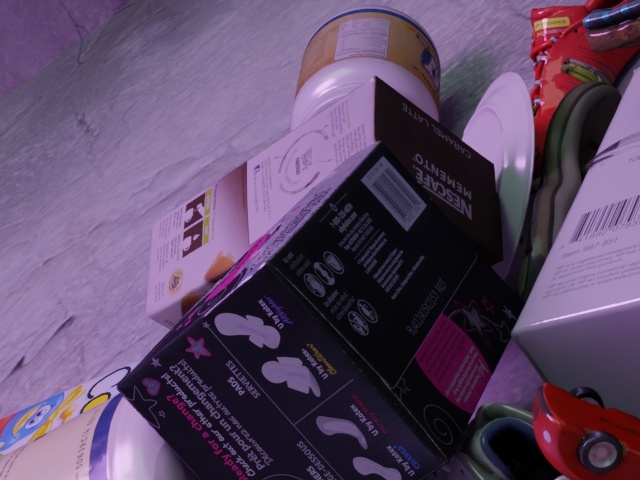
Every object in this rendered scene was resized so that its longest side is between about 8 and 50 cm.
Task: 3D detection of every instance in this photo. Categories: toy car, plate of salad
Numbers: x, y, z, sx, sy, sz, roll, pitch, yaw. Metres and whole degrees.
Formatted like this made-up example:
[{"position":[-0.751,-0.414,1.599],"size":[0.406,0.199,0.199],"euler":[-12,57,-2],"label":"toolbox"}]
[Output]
[{"position":[0.237,0.158,0.881],"size":[0.225,0.239,0.053],"euler":[43,115,44],"label":"toy car"},{"position":[0.142,-0.035,1.376],"size":[0.200,0.048,0.200],"euler":[-171,90,-77],"label":"plate of salad"}]

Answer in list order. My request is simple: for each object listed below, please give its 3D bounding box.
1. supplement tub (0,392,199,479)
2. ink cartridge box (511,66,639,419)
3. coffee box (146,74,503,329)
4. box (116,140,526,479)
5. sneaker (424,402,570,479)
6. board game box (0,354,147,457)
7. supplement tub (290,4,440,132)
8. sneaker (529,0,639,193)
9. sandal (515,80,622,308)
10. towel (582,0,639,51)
[{"position":[-0.164,0.250,1.148],"size":[0.325,0.235,0.235],"euler":[-29,24,21],"label":"supplement tub"},{"position":[0.289,-0.017,1.124],"size":[0.223,0.129,0.307],"euler":[-18,28,40],"label":"ink cartridge box"},{"position":[0.000,0.000,1.318],"size":[0.246,0.141,0.098],"euler":[-32,41,34],"label":"coffee box"},{"position":[0.008,0.066,1.099],"size":[0.142,0.163,0.247],"euler":[-40,4,26],"label":"box"},{"position":[0.119,0.148,1.062],"size":[0.111,0.129,0.297],"euler":[-49,24,-22],"label":"sneaker"},{"position":[-0.177,0.207,1.371],"size":[0.275,0.142,0.144],"euler":[-24,26,30],"label":"board game box"},{"position":[0.046,-0.133,1.697],"size":[0.144,0.144,0.200],"euler":[-29,24,20],"label":"supplement tub"},{"position":[0.210,-0.146,1.508],"size":[0.279,0.118,0.107],"euler":[-49,24,-26],"label":"sneaker"},{"position":[0.205,-0.017,1.311],"size":[0.086,0.120,0.303],"euler":[10,34,10],"label":"sandal"},{"position":[0.382,-0.200,1.222],"size":[0.271,0.040,0.370],"euler":[-19,-3,38],"label":"towel"}]
